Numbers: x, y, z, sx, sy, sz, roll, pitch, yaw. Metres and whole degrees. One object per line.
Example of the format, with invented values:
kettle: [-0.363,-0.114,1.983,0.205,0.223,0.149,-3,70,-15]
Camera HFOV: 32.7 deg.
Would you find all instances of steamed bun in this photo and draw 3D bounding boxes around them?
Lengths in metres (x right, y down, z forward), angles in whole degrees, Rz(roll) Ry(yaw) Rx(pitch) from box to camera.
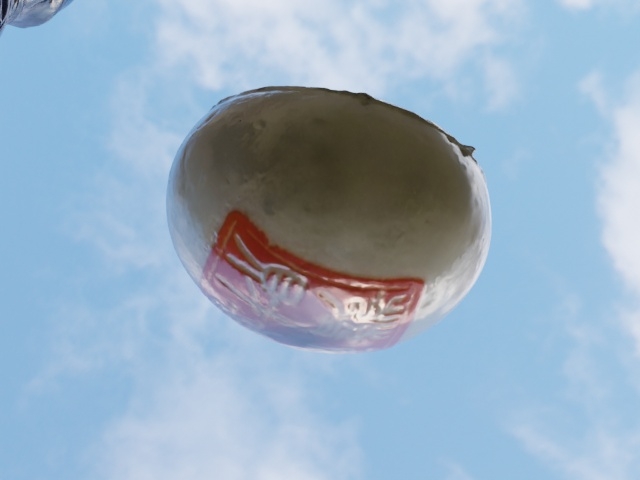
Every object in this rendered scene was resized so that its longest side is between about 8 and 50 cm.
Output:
steamed bun: [0.000,0.000,1.238,0.374,0.374,0.241,21,-111,-11]

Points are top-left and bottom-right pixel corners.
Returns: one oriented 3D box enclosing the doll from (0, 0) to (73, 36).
doll: [-0.379,-0.270,1.049,0.284,0.240,0.310,23,-150,24]
